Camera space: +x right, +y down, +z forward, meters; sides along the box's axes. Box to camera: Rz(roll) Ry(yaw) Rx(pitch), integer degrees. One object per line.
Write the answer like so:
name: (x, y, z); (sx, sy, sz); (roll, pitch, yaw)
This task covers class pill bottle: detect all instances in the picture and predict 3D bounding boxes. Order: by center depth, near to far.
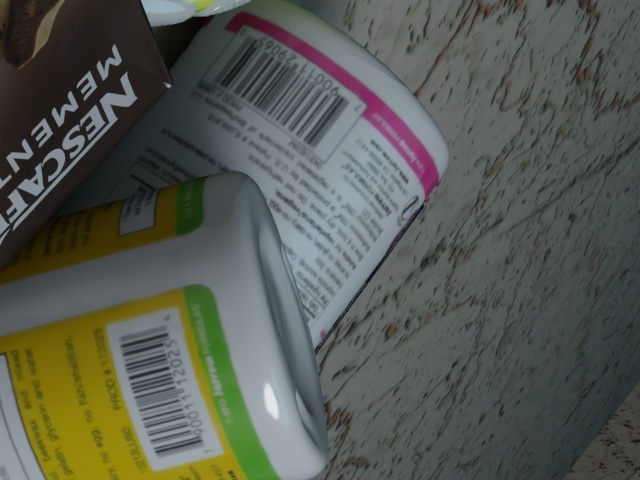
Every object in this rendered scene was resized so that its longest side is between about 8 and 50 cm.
pill bottle: (-0.131, 0.065, 0.566); (0.246, 0.136, 0.136); (-15, 154, 5)
pill bottle: (-0.071, 0.018, 0.721); (0.283, 0.160, 0.160); (-53, 157, -9)

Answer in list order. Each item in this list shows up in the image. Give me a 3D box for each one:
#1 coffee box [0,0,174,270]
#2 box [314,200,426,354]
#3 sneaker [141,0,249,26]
coffee box: (-0.203, -0.025, 0.452); (0.297, 0.119, 0.168); (-49, 156, -18)
box: (0.000, 0.000, 0.990); (0.190, 0.045, 0.184); (-53, 159, -11)
sneaker: (-0.044, -0.190, 0.633); (0.240, 0.091, 0.126); (-35, 130, -42)
